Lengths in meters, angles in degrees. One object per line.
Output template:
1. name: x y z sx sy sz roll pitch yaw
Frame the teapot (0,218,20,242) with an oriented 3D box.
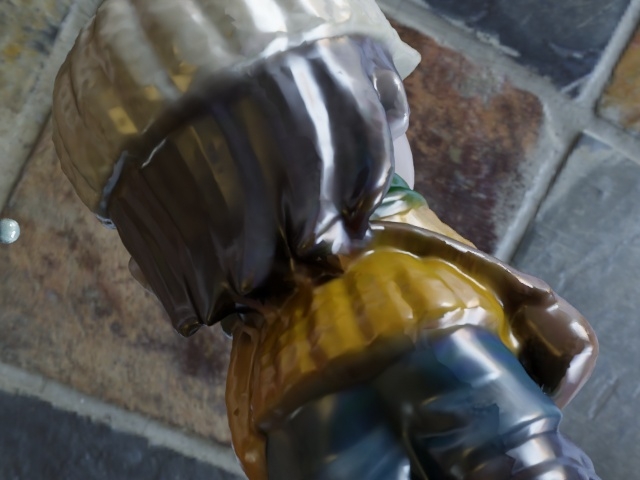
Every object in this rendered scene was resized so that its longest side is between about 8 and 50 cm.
1. teapot: -0.373 -0.019 0.928 0.149 0.239 0.162 7 62 -11

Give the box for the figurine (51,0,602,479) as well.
1. figurine: -0.010 -0.008 0.434 0.185 0.332 0.204 -33 135 8
